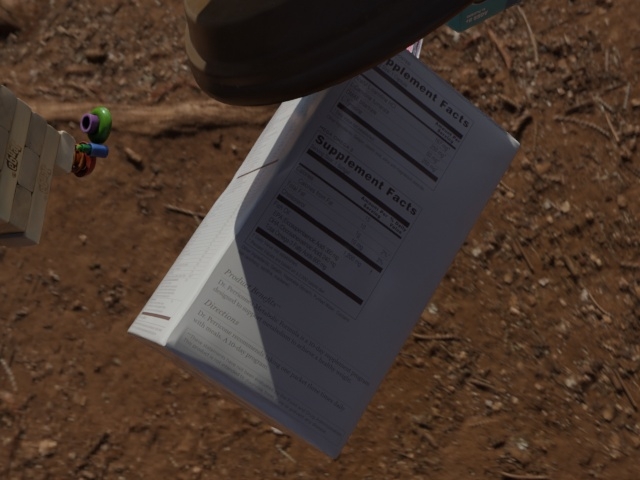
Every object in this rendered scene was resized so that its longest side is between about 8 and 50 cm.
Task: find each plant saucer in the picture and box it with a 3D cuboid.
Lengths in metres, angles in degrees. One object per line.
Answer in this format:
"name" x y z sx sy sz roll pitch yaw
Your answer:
"plant saucer" 0.027 -0.186 0.468 0.278 0.041 0.277 -28 38 24

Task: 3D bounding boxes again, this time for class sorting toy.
"sorting toy" -0.312 -0.129 1.174 0.061 0.042 0.102 37 110 38

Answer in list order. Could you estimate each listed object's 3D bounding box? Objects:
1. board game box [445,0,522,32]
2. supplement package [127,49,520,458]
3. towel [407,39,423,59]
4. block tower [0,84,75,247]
"board game box" 0.238 -0.425 0.969 0.254 0.336 0.079 -30 56 -21
"supplement package" 0.000 0.000 0.611 0.244 0.134 0.139 -57 16 -13
"towel" 0.003 -0.231 0.827 0.197 0.029 0.144 9 84 7
"block tower" -0.282 -0.094 0.513 0.091 0.335 0.097 -6 66 21
